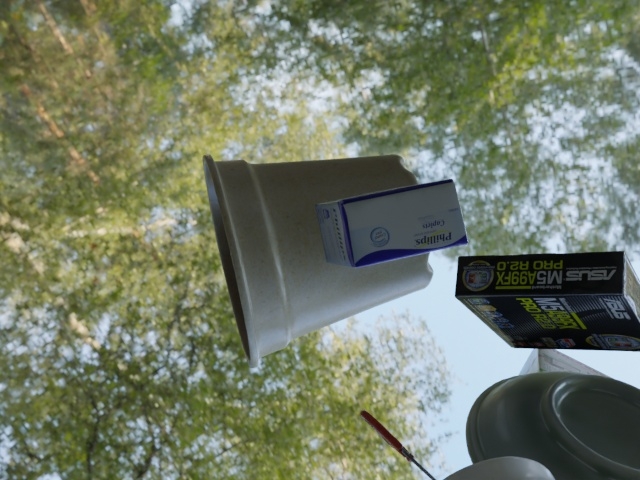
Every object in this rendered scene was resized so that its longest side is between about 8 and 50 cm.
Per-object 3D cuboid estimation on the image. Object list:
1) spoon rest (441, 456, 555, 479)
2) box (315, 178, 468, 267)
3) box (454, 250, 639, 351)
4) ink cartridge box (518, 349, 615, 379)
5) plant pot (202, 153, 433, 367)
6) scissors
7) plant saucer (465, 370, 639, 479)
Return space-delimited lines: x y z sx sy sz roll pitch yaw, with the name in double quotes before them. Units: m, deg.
"spoon rest" 0.197 0.260 0.697 0.084 0.276 0.137 -42 -144 0
"box" 0.072 -0.019 0.908 0.126 0.072 0.137 -12 -176 -12
"box" 0.330 0.090 1.153 0.216 0.270 0.060 -2 -112 29
"ink cartridge box" 0.474 0.311 1.578 0.201 0.117 0.278 27 -168 9
"plant pot" 0.000 0.000 1.316 0.305 0.334 0.334 -13 -147 -10
"scissors" 0.164 0.422 1.683 0.021 0.109 0.297 -42 -157 -8
"plant saucer" 0.414 0.295 1.208 0.400 0.101 0.400 10 -152 -5
